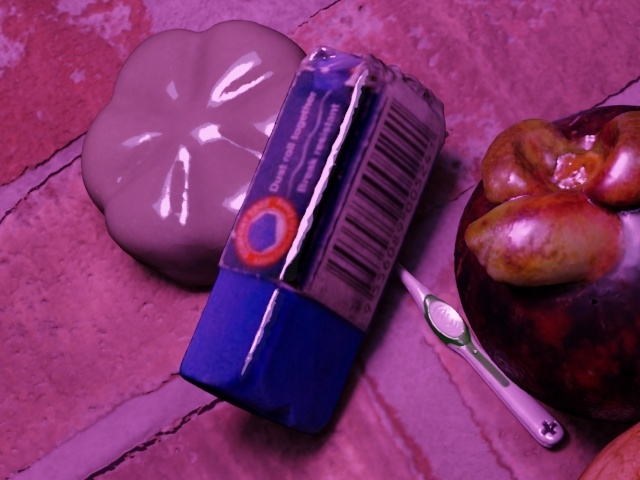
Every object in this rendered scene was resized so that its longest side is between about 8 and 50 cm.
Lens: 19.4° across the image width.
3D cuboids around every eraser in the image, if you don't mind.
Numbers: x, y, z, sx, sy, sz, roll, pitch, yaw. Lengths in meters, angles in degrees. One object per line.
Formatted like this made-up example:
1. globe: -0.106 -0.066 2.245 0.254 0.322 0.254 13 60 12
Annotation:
1. eraser: 0.000 0.000 1.683 0.101 0.155 0.332 16 79 37

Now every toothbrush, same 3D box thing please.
1. toothbrush: 0.119 0.080 1.694 0.030 0.030 0.304 -38 56 -5

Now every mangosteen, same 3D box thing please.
1. mangosteen: 0.242 0.011 1.538 0.288 0.288 0.288 -9 58 14

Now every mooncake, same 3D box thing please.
1. mooncake: -0.103 -0.087 1.810 0.275 0.135 0.275 -8 63 16

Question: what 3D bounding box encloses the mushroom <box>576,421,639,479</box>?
1. mushroom: 0.310 0.266 1.458 0.233 0.302 0.208 -48 14 -9
